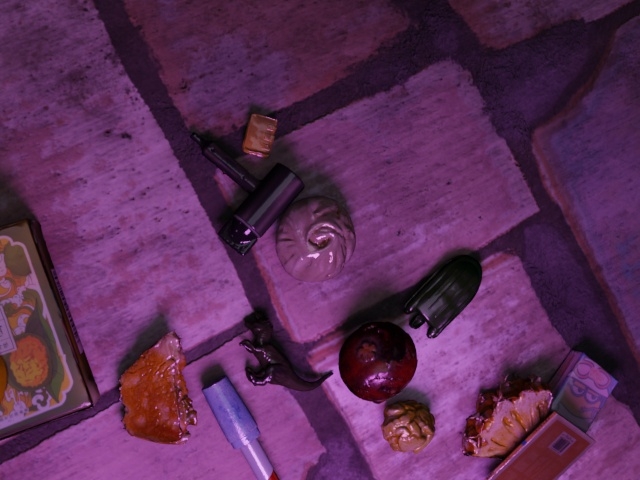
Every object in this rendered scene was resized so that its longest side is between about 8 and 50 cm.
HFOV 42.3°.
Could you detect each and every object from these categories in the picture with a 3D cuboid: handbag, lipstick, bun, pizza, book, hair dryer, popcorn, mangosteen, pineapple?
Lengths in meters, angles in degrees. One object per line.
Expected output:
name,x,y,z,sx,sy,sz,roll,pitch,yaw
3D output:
handbag,-0.125,-0.218,1.719,0.061,0.027,0.083,15,83,-11
lipstick,-0.149,0.404,1.673,0.068,0.061,0.274,-30,94,-15
bun,0.000,0.000,1.693,0.183,0.102,0.183,-3,98,-21
pizza,-0.322,0.295,1.639,0.147,0.069,0.226,-10,87,8
book,0.458,0.478,1.760,0.241,0.018,0.170,-47,125,9
hair dryer,-0.187,-0.118,1.690,0.248,0.078,0.195,41,80,1
popcorn,0.181,0.390,1.735,0.116,0.121,0.106,31,120,14
mangosteen,0.118,0.251,1.695,0.166,0.180,0.166,-3,67,6
pineapple,0.411,0.398,1.791,0.236,0.114,0.186,-44,98,-1

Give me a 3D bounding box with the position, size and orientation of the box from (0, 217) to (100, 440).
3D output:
box,-0.666,0.195,1.525,0.420,0.138,0.372,-18,92,-14

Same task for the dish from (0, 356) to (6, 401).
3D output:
dish,-0.624,0.253,1.421,0.149,0.080,0.207,13,83,-13

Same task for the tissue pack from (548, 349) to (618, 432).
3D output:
tissue pack,0.571,0.339,1.841,0.115,0.065,0.155,39,79,-11

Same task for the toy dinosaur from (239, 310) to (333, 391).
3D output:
toy dinosaur,-0.070,0.228,1.686,0.179,0.087,0.187,-16,93,-12

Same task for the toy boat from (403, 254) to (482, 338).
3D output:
toy boat,0.271,0.115,1.787,0.104,0.052,0.210,46,78,-5
